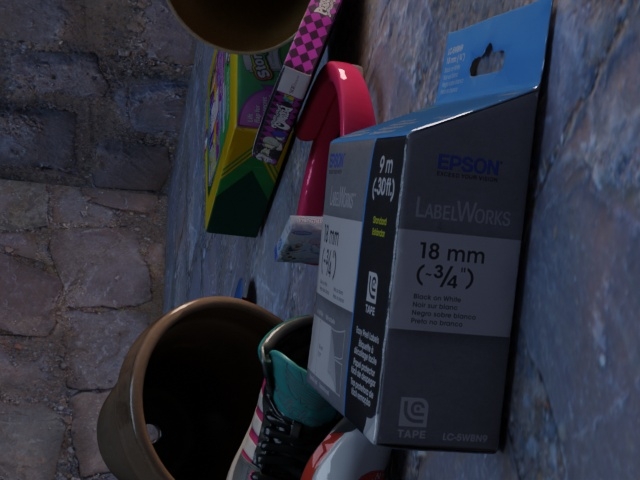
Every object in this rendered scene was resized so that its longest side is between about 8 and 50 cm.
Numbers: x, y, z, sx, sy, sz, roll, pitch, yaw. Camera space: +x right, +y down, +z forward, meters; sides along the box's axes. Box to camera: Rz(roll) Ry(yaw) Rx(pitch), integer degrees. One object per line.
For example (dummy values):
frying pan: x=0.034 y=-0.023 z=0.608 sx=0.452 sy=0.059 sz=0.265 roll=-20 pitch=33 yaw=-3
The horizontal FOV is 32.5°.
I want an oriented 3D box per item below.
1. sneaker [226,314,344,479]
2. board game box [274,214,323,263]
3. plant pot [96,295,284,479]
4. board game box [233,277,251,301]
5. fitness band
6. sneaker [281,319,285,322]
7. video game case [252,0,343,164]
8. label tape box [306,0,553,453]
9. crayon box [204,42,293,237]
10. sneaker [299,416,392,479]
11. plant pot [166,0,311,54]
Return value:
sneaker: x=-0.024 y=0.197 z=1.157 sx=0.178 sy=0.124 sz=0.295 roll=105 pitch=178 yaw=-55
board game box: x=0.000 y=0.000 z=1.255 sx=0.090 sy=0.090 sz=0.020 roll=120 pitch=149 yaw=-61
plant pot: x=-0.161 y=0.220 z=1.334 sx=0.229 sy=0.263 sz=0.263 roll=-26 pitch=56 yaw=49
board game box: x=-0.146 y=0.152 z=1.999 sx=0.133 sy=0.033 sz=0.168 roll=-97 pitch=22 yaw=-62
fitness band: x=0.014 y=-0.089 z=1.339 sx=0.291 sy=0.054 sz=0.209 roll=117 pitch=153 yaw=-61
sneaker: x=-0.076 y=0.205 z=1.534 sx=0.236 sy=0.095 sz=0.104 roll=-99 pitch=12 yaw=-64
video game case: x=-0.017 y=-0.242 z=1.409 sx=0.210 sy=0.042 sz=0.232 roll=117 pitch=174 yaw=-59
label tape box: x=0.076 y=-0.022 z=0.888 sx=0.240 sy=0.106 sz=0.333 roll=-165 pitch=80 yaw=-77
crayon box: x=-0.127 y=-0.241 z=1.919 sx=0.313 sy=0.106 sz=0.363 roll=116 pitch=156 yaw=-55
sneaker: x=0.030 y=0.286 z=1.022 sx=0.145 sy=0.090 sz=0.270 roll=38 pitch=97 yaw=31
plant pot: x=-0.099 y=-0.444 z=1.689 sx=0.254 sy=0.237 sz=0.237 roll=-75 pitch=-1 yaw=-57
